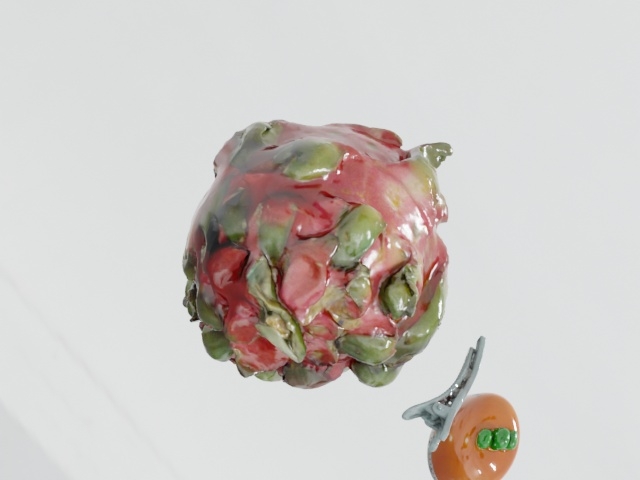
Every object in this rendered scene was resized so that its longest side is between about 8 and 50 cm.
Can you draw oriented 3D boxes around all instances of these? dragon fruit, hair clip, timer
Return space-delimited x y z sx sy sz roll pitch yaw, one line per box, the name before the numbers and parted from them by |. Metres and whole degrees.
dragon fruit | -0.003 0.012 1.404 0.302 0.231 0.237 -119 -141 -82
hair clip | 0.104 0.118 1.300 0.039 0.030 0.115 37 46 0
timer | 0.192 0.246 1.947 0.099 0.136 0.136 16 26 -14
